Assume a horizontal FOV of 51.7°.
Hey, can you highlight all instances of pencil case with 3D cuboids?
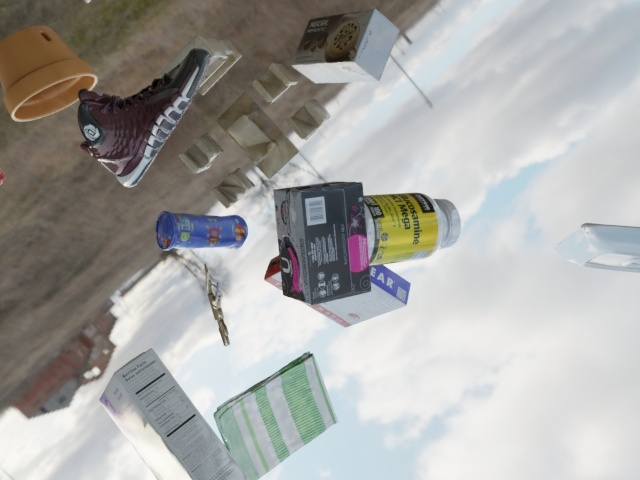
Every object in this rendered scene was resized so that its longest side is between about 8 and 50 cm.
[{"bbox_3d":[-0.374,-0.029,2.080,0.133,0.119,0.306,18,-168,42],"label":"pencil case"}]

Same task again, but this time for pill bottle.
[{"bbox_3d":[0.204,-0.034,1.764,0.334,0.187,0.188,-6,168,-30],"label":"pill bottle"}]

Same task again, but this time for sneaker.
[{"bbox_3d":[-0.317,-0.235,1.115,0.281,0.163,0.106,-52,-165,18],"label":"sneaker"}]

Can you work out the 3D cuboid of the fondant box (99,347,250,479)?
[{"bbox_3d":[-0.310,0.407,1.363,0.096,0.330,0.238,-33,172,-35],"label":"fondant box"}]

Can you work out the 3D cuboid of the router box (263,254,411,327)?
[{"bbox_3d":[0.048,0.124,1.998,0.301,0.335,0.082,-29,-144,48],"label":"router box"}]

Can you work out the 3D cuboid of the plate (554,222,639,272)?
[{"bbox_3d":[0.571,0.024,1.147,0.278,0.277,0.045,42,54,-77],"label":"plate"}]

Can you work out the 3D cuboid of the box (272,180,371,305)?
[{"bbox_3d":[0.000,0.000,1.460,0.163,0.247,0.142,-10,-171,-28],"label":"box"}]

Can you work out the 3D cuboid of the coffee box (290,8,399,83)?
[{"bbox_3d":[0.067,-0.566,1.950,0.297,0.119,0.168,15,-99,50],"label":"coffee box"}]

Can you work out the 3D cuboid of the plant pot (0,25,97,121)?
[{"bbox_3d":[-0.885,-0.533,2.079,0.291,0.203,0.291,-30,-176,2],"label":"plant pot"}]

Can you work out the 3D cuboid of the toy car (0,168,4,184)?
[{"bbox_3d":[-0.783,-0.114,1.605,0.060,0.041,0.122,-30,134,-41],"label":"toy car"}]

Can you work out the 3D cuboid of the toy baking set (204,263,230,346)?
[{"bbox_3d":[-0.285,0.181,1.857,0.030,0.256,0.197,-17,-174,-16],"label":"toy baking set"}]

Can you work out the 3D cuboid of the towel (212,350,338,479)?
[{"bbox_3d":[-0.113,0.479,1.786,0.325,0.247,0.038,-28,-162,-29],"label":"towel"}]

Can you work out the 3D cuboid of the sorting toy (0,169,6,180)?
[{"bbox_3d":[-0.755,-0.195,1.312,0.132,0.274,0.046,-25,-159,4],"label":"sorting toy"}]

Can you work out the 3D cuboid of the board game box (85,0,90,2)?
[{"bbox_3d":[-0.552,-0.777,1.672,0.305,0.193,0.053,-48,-165,-12],"label":"board game box"}]

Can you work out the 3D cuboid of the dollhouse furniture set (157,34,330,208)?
[{"bbox_3d":[-0.224,-0.361,1.845,0.362,0.394,0.256,-41,-175,16],"label":"dollhouse furniture set"}]
